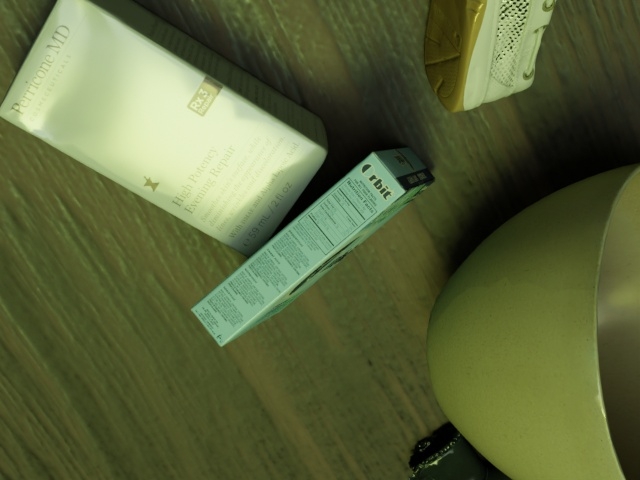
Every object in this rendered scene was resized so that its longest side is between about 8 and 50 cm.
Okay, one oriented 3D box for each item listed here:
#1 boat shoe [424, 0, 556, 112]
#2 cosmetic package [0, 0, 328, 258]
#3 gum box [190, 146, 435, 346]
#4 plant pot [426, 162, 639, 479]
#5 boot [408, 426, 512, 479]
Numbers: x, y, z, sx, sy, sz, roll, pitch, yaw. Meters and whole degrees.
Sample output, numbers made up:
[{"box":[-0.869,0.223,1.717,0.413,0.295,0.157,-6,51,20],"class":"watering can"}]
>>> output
[{"box":[0.143,-0.218,0.742,0.096,0.098,0.277,-11,141,-16],"class":"boat shoe"},{"box":[-0.120,-0.097,0.806,0.231,0.085,0.117,29,110,-16],"class":"cosmetic package"},{"box":[0.000,0.000,0.817,0.184,0.157,0.041,-40,85,15],"class":"gum box"},{"box":[0.200,0.087,0.834,0.191,0.284,0.284,-6,122,40],"class":"plant pot"},{"box":[0.153,0.217,0.990,0.121,0.045,0.099,-37,108,14],"class":"boot"}]
